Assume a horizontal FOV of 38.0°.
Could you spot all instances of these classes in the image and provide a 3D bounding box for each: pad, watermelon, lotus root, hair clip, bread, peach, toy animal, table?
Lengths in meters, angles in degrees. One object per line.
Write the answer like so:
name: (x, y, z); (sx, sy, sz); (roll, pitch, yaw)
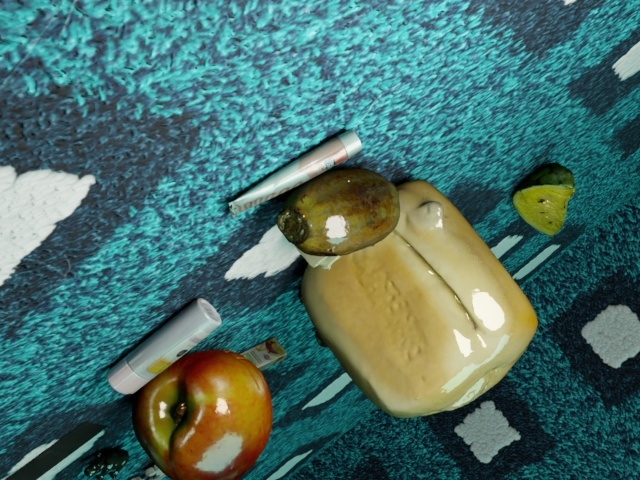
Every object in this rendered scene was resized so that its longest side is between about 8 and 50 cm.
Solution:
pad: (-0.491, 0.397, 1.713); (0.193, 0.004, 0.116); (-36, 163, -3)
watermelon: (0.536, -0.100, 2.209); (0.123, 0.129, 0.301); (-37, 158, -8)
lotus root: (0.036, -0.042, 1.396); (0.123, 0.124, 0.241); (-40, 166, 32)
hair clip: (-0.404, 0.582, 2.291); (0.220, 0.054, 0.140); (-33, 167, -3)
bread: (0.175, 0.120, 1.665); (0.348, 0.376, 0.253); (-43, 163, 15)
peach: (-0.206, 0.337, 1.734); (0.248, 0.246, 0.274); (-16, 166, 23)
toy animal: (-0.441, 0.457, 1.901); (0.065, 0.047, 0.135); (-45, 160, 10)
table: (0.000, 0.000, 1.515); (0.062, 0.079, 0.083); (-42, 164, 11)

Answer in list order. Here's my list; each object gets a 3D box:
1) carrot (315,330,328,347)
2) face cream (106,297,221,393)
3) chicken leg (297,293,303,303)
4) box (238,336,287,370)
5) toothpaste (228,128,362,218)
carrot: (0.054, 0.191, 2.169); (0.161, 0.055, 0.055); (-36, 164, -28)
face cream: (-0.253, 0.175, 1.510); (0.198, 0.057, 0.084); (-40, 162, 8)
chicken leg: (0.030, 0.089, 1.855); (0.219, 0.048, 0.089); (-18, 158, -47)
box: (-0.161, 0.260, 1.923); (0.207, 0.050, 0.041); (-21, 155, -42)
toothpaste: (-0.037, -0.091, 1.287); (0.205, 0.036, 0.056); (-30, 164, -8)
